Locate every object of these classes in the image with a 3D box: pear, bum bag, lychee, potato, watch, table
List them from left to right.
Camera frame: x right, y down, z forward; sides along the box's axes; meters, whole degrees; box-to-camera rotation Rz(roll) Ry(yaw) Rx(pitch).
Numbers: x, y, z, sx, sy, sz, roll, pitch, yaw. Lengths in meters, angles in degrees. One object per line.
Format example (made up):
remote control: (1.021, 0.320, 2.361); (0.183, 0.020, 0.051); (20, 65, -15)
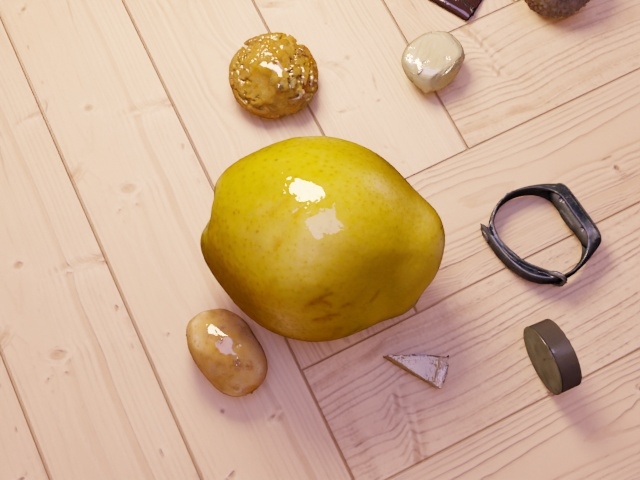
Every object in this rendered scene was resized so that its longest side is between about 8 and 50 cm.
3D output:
potato: (-0.171, 0.205, 1.536); (0.118, 0.109, 0.178); (-33, 82, -31)
pear: (0.000, 0.000, 1.472); (0.418, 0.362, 0.363); (11, 75, -2)
bum bag: (0.310, -0.554, 1.781); (0.109, 0.026, 0.159); (31, 77, 9)
watch: (0.428, -0.009, 1.613); (0.193, 0.068, 0.206); (-28, 73, -4)
table: (0.421, 0.211, 1.517); (0.043, 0.133, 0.133); (-22, 76, -6)
lychee: (0.491, -0.542, 1.719); (0.165, 0.197, 0.165); (3, 109, 7)

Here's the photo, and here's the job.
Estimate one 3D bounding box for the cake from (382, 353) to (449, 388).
cake: (0.176, 0.238, 1.553); (0.121, 0.052, 0.065); (8, 77, 2)

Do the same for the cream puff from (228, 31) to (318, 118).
cream puff: (-0.093, -0.333, 1.672); (0.189, 0.129, 0.189); (-1, 76, 4)

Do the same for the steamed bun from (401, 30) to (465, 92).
steamed bun: (0.225, -0.363, 1.696); (0.130, 0.091, 0.112); (-43, 77, -12)
